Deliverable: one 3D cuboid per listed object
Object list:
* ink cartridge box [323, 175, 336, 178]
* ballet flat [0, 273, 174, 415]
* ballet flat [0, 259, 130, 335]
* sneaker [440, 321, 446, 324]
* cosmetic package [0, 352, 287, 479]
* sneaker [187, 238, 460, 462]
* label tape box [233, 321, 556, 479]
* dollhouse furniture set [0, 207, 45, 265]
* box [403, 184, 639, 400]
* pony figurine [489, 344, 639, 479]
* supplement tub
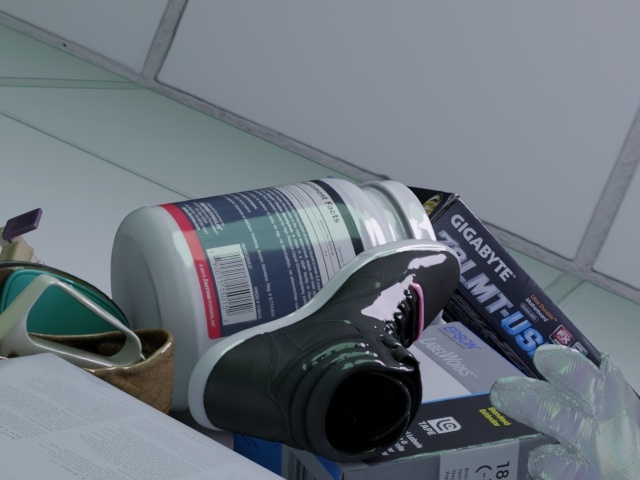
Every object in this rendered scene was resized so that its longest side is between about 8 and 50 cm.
[{"bbox_3d":[0.000,0.000,2.381,0.086,0.148,0.203,25,9,9],"label":"ink cartridge box"},{"bbox_3d":[-0.254,0.082,1.425,0.342,0.124,0.116,15,12,-36],"label":"ballet flat"},{"bbox_3d":[-0.302,0.055,1.579,0.280,0.095,0.096,15,0,-35],"label":"ballet flat"},{"bbox_3d":[0.116,0.138,2.159,0.081,0.080,0.211,0,1,25],"label":"sneaker"},{"bbox_3d":[-0.119,0.200,1.162,0.377,0.097,0.284,26,8,21],"label":"cosmetic package"},{"bbox_3d":[0.049,0.092,1.430,0.147,0.105,0.295,20,35,40],"label":"sneaker"},{"bbox_3d":[0.120,0.163,1.537,0.333,0.106,0.240,-7,22,-22],"label":"label tape box"},{"bbox_3d":[-0.319,0.041,1.858,0.114,0.091,0.081,-86,152,-57],"label":"dollhouse furniture set"},{"bbox_3d":[0.178,0.069,1.865,0.295,0.073,0.293,46,-6,-10],"label":"box"},{"bbox_3d":[0.178,0.276,1.023,0.363,0.303,0.351,33,-10,37],"label":"pony figurine"},{"bbox_3d":[-0.043,0.045,1.666,0.272,0.191,0.191,-9,23,-23],"label":"supplement tub"}]
